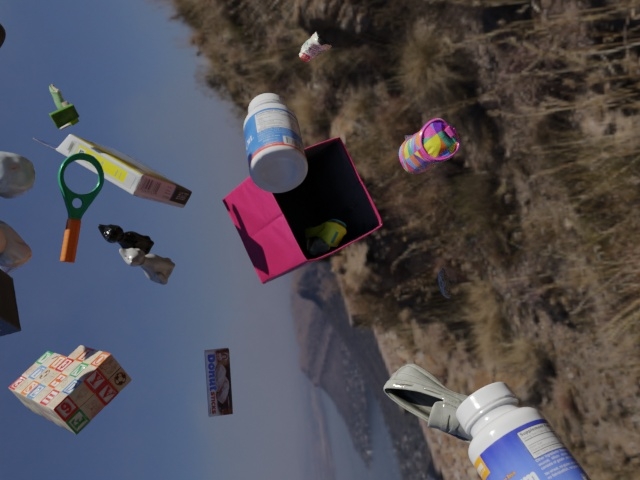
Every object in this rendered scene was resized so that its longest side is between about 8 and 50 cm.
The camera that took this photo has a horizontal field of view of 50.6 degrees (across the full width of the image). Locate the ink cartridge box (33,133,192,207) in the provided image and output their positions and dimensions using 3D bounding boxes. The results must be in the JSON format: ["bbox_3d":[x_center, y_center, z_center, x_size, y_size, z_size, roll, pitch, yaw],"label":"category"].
[{"bbox_3d":[-0.523,-0.193,1.751,0.072,0.307,0.303,-59,-11,4],"label":"ink cartridge box"}]

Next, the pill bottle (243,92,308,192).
[{"bbox_3d":[-0.102,-0.217,1.459,0.124,0.124,0.222,87,173,-45],"label":"pill bottle"}]

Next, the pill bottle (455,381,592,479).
[{"bbox_3d":[0.349,0.384,1.152,0.152,0.152,0.272,87,156,-49],"label":"pill bottle"}]

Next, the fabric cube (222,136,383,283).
[{"bbox_3d":[-0.051,-0.070,1.711,0.258,0.254,0.259,-29,87,57],"label":"fabric cube"}]

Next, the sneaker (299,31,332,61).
[{"bbox_3d":[-0.017,-0.500,1.773,0.057,0.075,0.161,37,-171,-15],"label":"sneaker"}]

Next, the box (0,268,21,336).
[{"bbox_3d":[-0.529,0.089,0.943,0.158,0.155,0.093,94,159,-68],"label":"box"}]

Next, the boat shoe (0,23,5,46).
[{"bbox_3d":[-1.068,-0.571,2.013,0.111,0.307,0.104,48,-165,-46],"label":"boat shoe"}]

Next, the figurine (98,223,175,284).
[{"bbox_3d":[-0.592,0.038,2.161,0.215,0.092,0.209,40,-179,30],"label":"figurine"}]

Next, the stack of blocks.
[{"bbox_3d":[-0.604,0.342,1.620,0.297,0.171,0.087,0,128,47],"label":"stack of blocks"}]

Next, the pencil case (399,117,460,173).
[{"bbox_3d":[0.250,-0.217,1.578,0.236,0.104,0.105,-174,77,-85],"label":"pencil case"}]

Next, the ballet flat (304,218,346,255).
[{"bbox_3d":[0.000,0.000,1.721,0.077,0.077,0.231,-69,14,-14],"label":"ballet flat"}]

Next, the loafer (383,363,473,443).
[{"bbox_3d":[0.287,0.396,1.540,0.319,0.111,0.112,25,127,37],"label":"loafer"}]

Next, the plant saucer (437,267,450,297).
[{"bbox_3d":[0.327,0.115,1.803,0.083,0.015,0.084,168,90,-87],"label":"plant saucer"}]

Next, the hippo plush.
[{"bbox_3d":[-0.719,-0.089,1.421,0.234,0.294,0.237,110,177,-79],"label":"hippo plush"}]

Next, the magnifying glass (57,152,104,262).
[{"bbox_3d":[-0.511,-0.069,1.415,0.026,0.092,0.231,2,83,56],"label":"magnifying glass"}]

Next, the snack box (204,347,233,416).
[{"bbox_3d":[-0.265,0.370,1.763,0.022,0.064,0.178,-143,50,-75],"label":"snack box"}]

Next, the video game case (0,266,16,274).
[{"bbox_3d":[-0.843,0.018,1.689,0.201,0.183,0.023,-21,32,49],"label":"video game case"}]

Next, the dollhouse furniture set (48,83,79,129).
[{"bbox_3d":[-0.630,-0.313,1.620,0.151,0.058,0.076,36,151,46],"label":"dollhouse furniture set"}]
